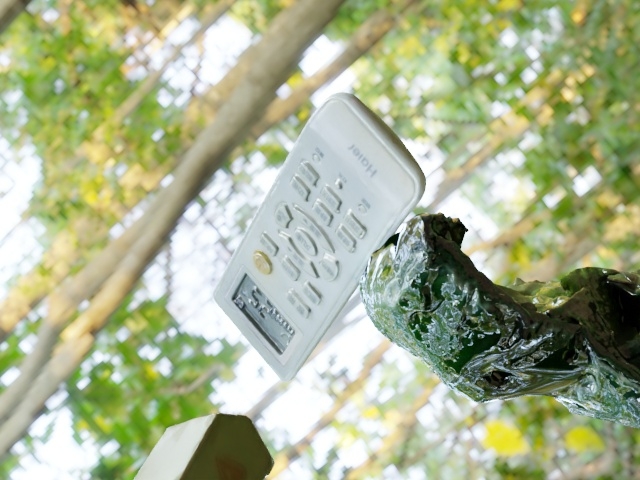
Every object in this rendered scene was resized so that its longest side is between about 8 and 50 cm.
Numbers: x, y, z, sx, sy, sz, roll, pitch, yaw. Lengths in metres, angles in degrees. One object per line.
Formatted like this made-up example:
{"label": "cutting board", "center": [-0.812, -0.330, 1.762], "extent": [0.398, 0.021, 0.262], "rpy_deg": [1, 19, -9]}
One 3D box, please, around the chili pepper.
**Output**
{"label": "chili pepper", "center": [0.152, 0.061, 0.994], "extent": [0.264, 0.148, 0.116], "rpy_deg": [8, -103, -18]}

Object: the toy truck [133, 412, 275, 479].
{"label": "toy truck", "center": [-0.069, 0.268, 0.714], "extent": [0.254, 0.180, 0.405], "rpy_deg": [59, -144, -15]}

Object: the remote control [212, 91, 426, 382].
{"label": "remote control", "center": [0.000, 0.000, 1.360], "extent": [0.055, 0.313, 0.109], "rpy_deg": [-32, -105, -36]}
